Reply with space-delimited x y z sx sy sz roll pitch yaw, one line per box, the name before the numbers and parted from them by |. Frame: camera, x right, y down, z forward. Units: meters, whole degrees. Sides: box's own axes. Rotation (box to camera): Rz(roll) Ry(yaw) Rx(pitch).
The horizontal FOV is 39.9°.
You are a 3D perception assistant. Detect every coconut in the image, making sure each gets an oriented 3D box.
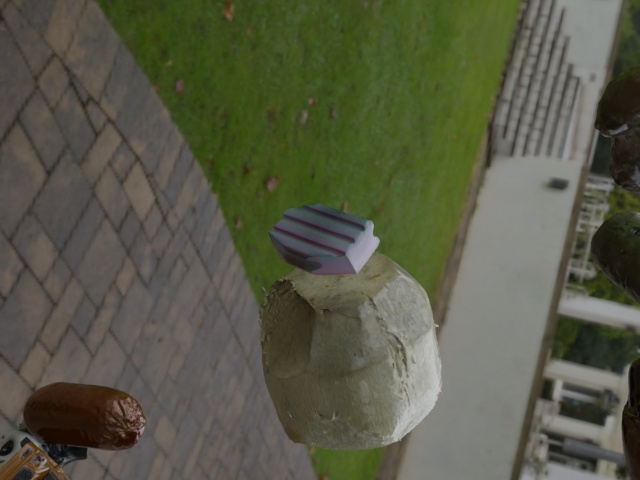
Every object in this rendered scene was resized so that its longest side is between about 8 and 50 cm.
coconut | 0.058 0.221 1.624 0.346 0.347 0.360 -54 138 -55

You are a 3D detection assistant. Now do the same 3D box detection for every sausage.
sausage | -0.280 0.208 1.044 0.076 0.198 0.076 6 82 -47

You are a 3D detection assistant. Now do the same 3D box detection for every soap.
soap | 0.000 0.000 1.338 0.100 0.149 0.056 -51 141 -26

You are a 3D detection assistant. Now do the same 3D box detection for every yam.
yam | 0.487 0.040 1.296 0.194 0.107 0.107 -117 -151 -61

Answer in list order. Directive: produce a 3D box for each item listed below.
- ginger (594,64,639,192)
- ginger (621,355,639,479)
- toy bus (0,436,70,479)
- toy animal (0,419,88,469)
ginger | 0.296 -0.131 0.684 0.122 0.084 0.290 -27 162 -24
ginger | 0.447 0.168 1.061 0.357 0.153 0.274 -50 120 -47
toy bus | -0.353 0.311 1.097 0.083 0.088 0.194 -47 171 -20
toy animal | -0.558 0.410 1.716 0.179 0.138 0.166 -35 -177 -31
